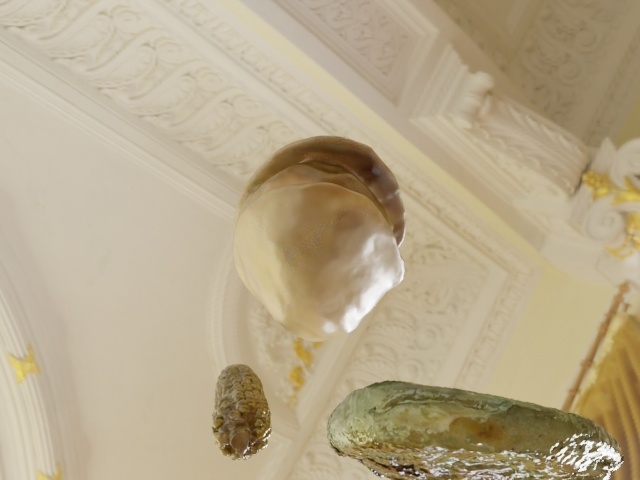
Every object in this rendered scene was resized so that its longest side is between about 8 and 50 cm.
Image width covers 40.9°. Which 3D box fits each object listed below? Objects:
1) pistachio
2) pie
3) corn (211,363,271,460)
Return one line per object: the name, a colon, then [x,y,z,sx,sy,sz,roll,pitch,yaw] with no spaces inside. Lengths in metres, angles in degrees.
pistachio: [0.000,0.000,1.164,0.238,0.229,0.321,3,-39,-5]
pie: [0.149,0.212,0.860,0.302,0.302,0.067,32,-123,-37]
corn: [-0.130,0.267,1.381,0.097,0.320,0.097,-1,-83,-7]
